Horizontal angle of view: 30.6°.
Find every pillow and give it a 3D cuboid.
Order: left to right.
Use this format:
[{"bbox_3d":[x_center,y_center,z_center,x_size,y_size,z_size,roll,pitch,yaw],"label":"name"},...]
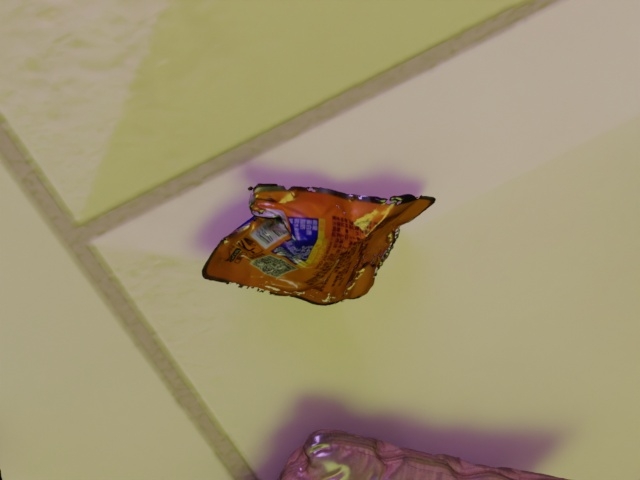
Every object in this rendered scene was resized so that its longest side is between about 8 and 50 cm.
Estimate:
[{"bbox_3d":[0.036,0.211,0.721,0.236,0.084,0.223,14,123,-30],"label":"pillow"}]

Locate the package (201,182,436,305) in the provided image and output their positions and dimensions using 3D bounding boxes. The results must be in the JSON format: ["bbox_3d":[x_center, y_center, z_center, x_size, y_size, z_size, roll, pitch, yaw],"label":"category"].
[{"bbox_3d":[0.000,0.001,0.558,0.110,0.033,0.077,9,114,-36],"label":"package"}]

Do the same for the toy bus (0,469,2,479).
[{"bbox_3d":[-0.268,0.151,0.474,0.271,0.165,0.133,23,116,-37],"label":"toy bus"}]
